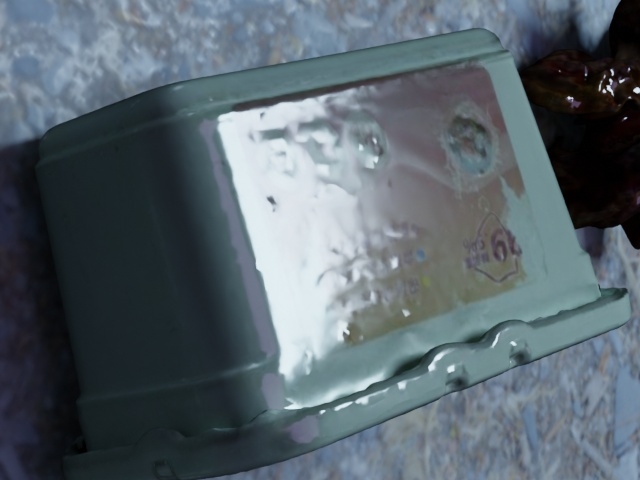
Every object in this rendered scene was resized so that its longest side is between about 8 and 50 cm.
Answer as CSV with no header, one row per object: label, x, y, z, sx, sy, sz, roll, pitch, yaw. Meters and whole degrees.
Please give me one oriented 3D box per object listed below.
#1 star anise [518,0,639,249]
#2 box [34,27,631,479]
star anise,0.232,-0.099,1.117,0.220,0.126,0.190,-46,116,-33
box,0.000,0.000,0.854,0.312,0.175,0.182,-17,92,-45
